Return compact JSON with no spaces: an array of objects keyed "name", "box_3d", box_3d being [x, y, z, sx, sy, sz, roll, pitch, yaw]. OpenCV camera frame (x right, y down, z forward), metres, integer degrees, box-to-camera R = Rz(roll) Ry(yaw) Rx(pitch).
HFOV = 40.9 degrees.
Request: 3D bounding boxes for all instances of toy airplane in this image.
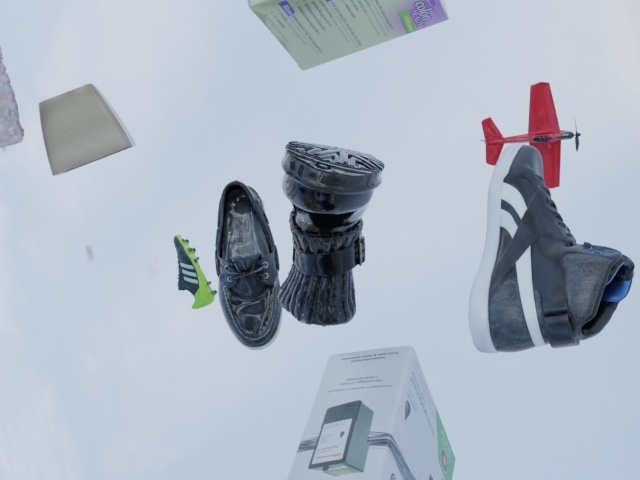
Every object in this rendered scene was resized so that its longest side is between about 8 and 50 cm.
[{"name":"toy airplane","box_3d":[0.283,-0.142,1.180,0.151,0.028,0.151,13,115,31]}]

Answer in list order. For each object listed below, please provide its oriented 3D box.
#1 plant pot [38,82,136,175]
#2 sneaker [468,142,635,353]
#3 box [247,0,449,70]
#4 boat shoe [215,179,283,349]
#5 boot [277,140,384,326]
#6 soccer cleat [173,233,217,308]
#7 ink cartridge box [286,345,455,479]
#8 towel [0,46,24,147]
[{"name":"plant pot","box_3d":[-0.319,-0.152,1.149,0.109,0.109,0.096,-143,32,-79]},{"name":"sneaker","box_3d":[0.204,0.003,0.727,0.121,0.079,0.216,-3,51,27]},{"name":"box","box_3d":[0.037,-0.375,1.236,0.243,0.213,0.117,-16,72,16]},{"name":"boat shoe","box_3d":[-0.142,0.036,1.645,0.113,0.127,0.339,79,-172,-66]},{"name":"boot","box_3d":[0.004,0.001,1.204,0.348,0.131,0.260,-39,-38,-80]},{"name":"soccer cleat","box_3d":[-0.302,0.072,1.952,0.178,0.072,0.060,62,-172,8]},{"name":"ink cartridge box","box_3d":[0.063,0.299,1.014,0.122,0.289,0.211,-10,120,22]},{"name":"towel","box_3d":[-0.513,-0.189,0.940,0.053,0.317,0.331,61,158,28]}]
